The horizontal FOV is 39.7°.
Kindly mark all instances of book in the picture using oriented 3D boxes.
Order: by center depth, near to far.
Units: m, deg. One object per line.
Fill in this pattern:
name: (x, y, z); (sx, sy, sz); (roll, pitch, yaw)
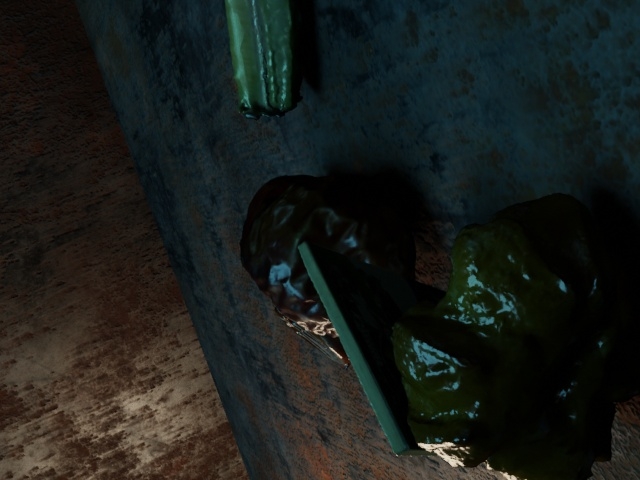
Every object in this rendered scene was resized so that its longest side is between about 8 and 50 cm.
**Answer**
book: (0.114, 0.121, 0.922); (0.322, 0.018, 0.228); (18, -141, -54)

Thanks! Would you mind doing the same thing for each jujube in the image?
jujube: (0.000, 0.000, 1.183); (0.342, 0.216, 0.216); (-143, 36, -71)

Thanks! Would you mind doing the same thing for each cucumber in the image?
cucumber: (-0.080, -0.337, 1.184); (0.145, 0.105, 0.326); (-92, -4, -53)

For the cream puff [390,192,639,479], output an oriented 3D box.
cream puff: (0.180, 0.101, 0.776); (0.269, 0.241, 0.155); (46, 178, -30)

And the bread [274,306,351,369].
bread: (0.003, 0.129, 1.403); (0.160, 0.073, 0.160); (37, 165, 12)
